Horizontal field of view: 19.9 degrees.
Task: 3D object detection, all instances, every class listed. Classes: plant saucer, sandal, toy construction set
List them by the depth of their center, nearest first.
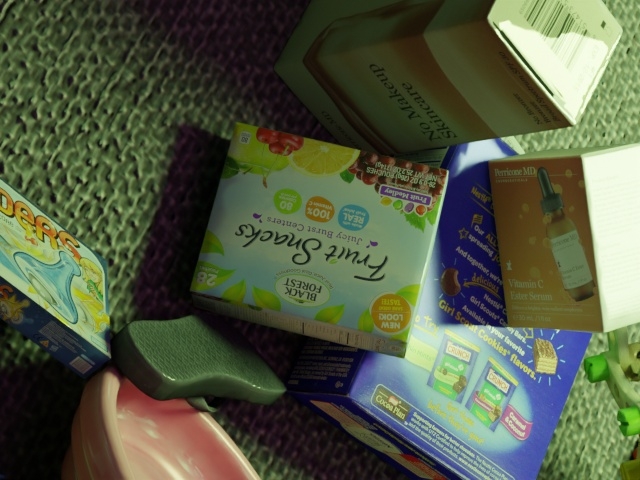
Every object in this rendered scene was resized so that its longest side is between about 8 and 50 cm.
[{"bbox_3d":[-0.111,0.259,1.545,0.332,0.084,0.332,52,11,-15],"label":"plant saucer"},{"bbox_3d":[-0.117,0.114,1.635,0.097,0.054,0.254,52,17,24],"label":"sandal"},{"bbox_3d":[0.370,0.216,1.986,0.327,0.151,0.215,65,4,-50],"label":"toy construction set"}]

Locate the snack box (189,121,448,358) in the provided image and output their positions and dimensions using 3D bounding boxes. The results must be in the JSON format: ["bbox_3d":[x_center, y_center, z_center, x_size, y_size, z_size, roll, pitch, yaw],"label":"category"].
[{"bbox_3d":[0.000,0.000,1.699,0.207,0.070,0.174,14,73,5],"label":"snack box"}]

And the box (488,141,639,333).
[{"bbox_3d":[0.247,-0.003,1.769,0.091,0.130,0.170,-13,97,-38],"label":"box"}]

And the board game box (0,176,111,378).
[{"bbox_3d":[-0.258,0.011,1.520,0.201,0.035,0.136,41,22,-32],"label":"board game box"}]

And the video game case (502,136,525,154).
[{"bbox_3d":[0.192,-0.036,1.982,0.157,0.019,0.143,52,56,-26],"label":"video game case"}]

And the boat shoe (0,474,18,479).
[{"bbox_3d":[-0.210,0.303,1.410,0.089,0.109,0.258,13,60,-41],"label":"boat shoe"}]

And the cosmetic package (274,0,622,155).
[{"bbox_3d":[0.117,-0.182,1.745,0.153,0.296,0.129,44,60,-27],"label":"cosmetic package"}]

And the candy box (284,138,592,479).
[{"bbox_3d":[0.143,0.077,1.847,0.268,0.122,0.317,38,69,-32],"label":"candy box"}]
